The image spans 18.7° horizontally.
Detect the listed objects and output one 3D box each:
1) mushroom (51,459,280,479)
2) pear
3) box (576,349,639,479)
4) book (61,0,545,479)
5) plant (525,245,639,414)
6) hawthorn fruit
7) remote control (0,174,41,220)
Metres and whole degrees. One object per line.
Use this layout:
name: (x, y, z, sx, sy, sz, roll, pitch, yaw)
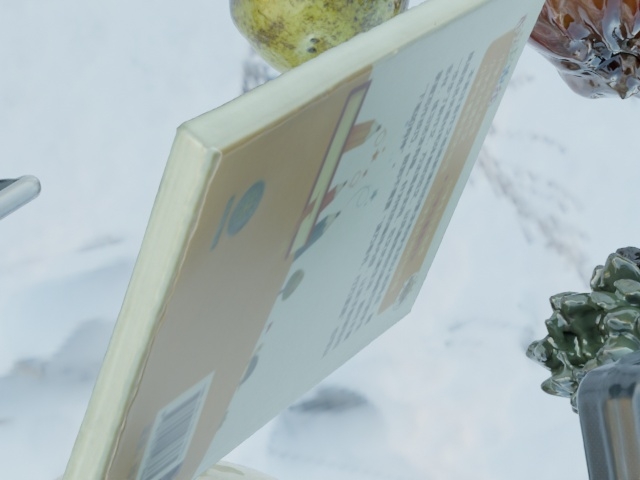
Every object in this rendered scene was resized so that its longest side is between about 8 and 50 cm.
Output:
mushroom: (-0.126, 0.288, 1.418, 0.356, 0.315, 0.315, -6, 134, -26)
pear: (0.008, -0.269, 2.057, 0.197, 0.197, 0.197, -10, 134, -10)
box: (0.233, 0.124, 1.076, 0.050, 0.160, 0.230, -6, -176, 45)
book: (0.000, 0.000, 0.808, 0.295, 0.020, 0.208, -33, 150, -54)
plant: (0.249, 0.081, 1.454, 0.194, 0.129, 0.132, 23, 91, -37)
hawthorn fruit: (0.322, -0.280, 1.854, 0.308, 0.325, 0.308, 15, 134, 16)
remote control: (-0.320, 0.020, 1.425, 0.261, 0.067, 0.029, -34, 101, -24)
